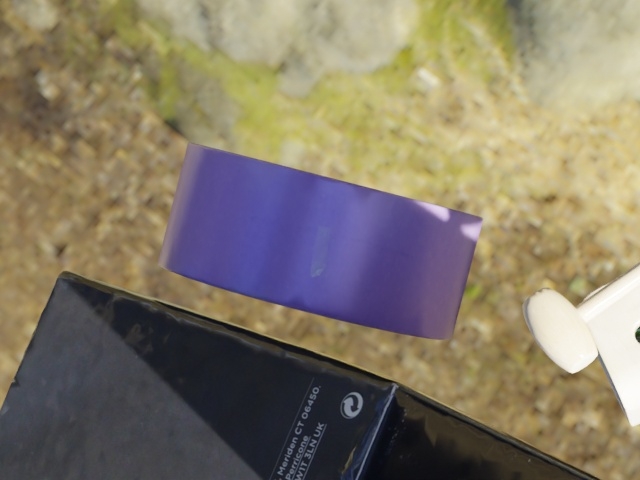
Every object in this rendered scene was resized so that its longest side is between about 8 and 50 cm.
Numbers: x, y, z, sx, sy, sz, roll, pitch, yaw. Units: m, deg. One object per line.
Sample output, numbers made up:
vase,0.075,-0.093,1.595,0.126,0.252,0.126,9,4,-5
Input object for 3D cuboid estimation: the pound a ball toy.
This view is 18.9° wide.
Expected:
pound a ball toy,0.358,0.069,1.722,0.208,0.319,0.135,54,-169,-70

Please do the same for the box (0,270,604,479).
box,-0.001,0.167,1.133,0.294,0.182,0.296,14,169,45

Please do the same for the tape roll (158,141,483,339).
tape roll,0.000,0.000,1.180,0.189,0.080,0.189,14,-177,-1
